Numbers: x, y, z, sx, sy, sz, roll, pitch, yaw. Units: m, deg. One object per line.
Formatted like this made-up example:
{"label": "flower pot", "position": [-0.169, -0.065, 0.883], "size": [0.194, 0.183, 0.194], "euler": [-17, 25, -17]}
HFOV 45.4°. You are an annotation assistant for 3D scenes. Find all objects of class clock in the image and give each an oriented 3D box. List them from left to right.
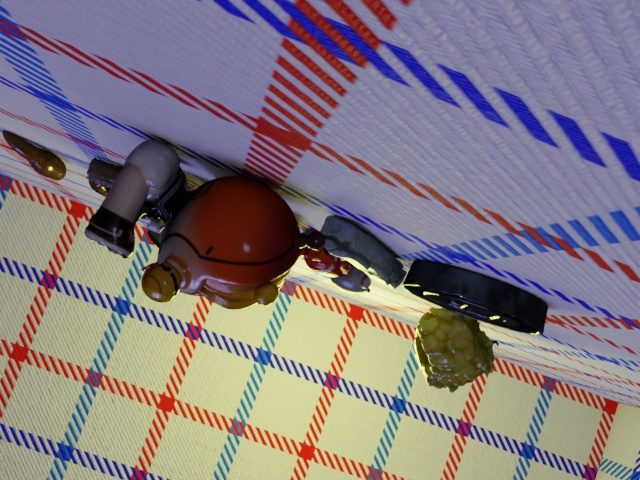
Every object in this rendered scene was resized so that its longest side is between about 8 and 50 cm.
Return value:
{"label": "clock", "position": [0.293, 0.108, 1.449], "size": [0.280, 0.055, 0.280], "euler": [19, 173, 3]}

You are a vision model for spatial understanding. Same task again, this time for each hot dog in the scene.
{"label": "hot dog", "position": [-0.514, -0.124, 1.929], "size": [0.099, 0.053, 0.192], "euler": [22, 172, 16]}

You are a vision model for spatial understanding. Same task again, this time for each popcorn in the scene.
{"label": "popcorn", "position": [0.366, 0.288, 2.081], "size": [0.225, 0.249, 0.249], "euler": [-13, 163, 16]}

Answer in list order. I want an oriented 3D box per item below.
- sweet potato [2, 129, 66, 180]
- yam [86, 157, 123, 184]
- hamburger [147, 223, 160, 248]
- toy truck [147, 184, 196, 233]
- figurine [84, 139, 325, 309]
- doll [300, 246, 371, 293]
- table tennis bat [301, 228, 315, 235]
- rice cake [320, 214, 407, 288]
{"label": "sweet potato", "position": [-0.665, -0.191, 1.832], "size": [0.078, 0.058, 0.255], "euler": [39, 175, 18]}
{"label": "yam", "position": [-0.363, -0.114, 1.611], "size": [0.264, 0.046, 0.046], "euler": [19, 173, 3]}
{"label": "hamburger", "position": [-0.261, 0.019, 1.861], "size": [0.288, 0.192, 0.167], "euler": [45, 171, 10]}
{"label": "toy truck", "position": [-0.278, -0.046, 1.502], "size": [0.136, 0.111, 0.286], "euler": [23, 160, -10]}
{"label": "figurine", "position": [-0.168, -0.018, 1.193], "size": [0.323, 0.196, 0.320], "euler": [29, -145, -6]}
{"label": "doll", "position": [0.043, 0.070, 1.787], "size": [0.245, 0.076, 0.142], "euler": [31, 169, -41]}
{"label": "table tennis bat", "position": [0.000, 0.000, 1.591], "size": [0.100, 0.019, 0.155], "euler": [18, 174, 21]}
{"label": "rice cake", "position": [0.085, 0.029, 1.398], "size": [0.066, 0.063, 0.336], "euler": [27, 179, 27]}
